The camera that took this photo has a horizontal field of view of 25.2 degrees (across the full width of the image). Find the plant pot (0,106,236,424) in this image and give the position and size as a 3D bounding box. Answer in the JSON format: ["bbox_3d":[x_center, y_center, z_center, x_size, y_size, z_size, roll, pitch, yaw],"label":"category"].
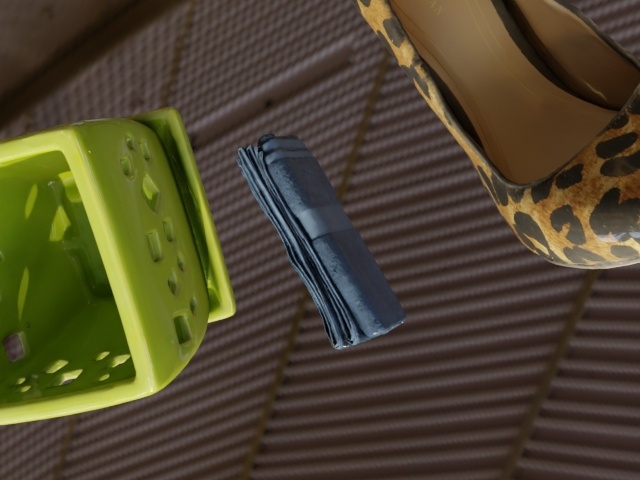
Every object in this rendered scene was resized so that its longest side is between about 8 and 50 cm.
[{"bbox_3d":[-0.211,0.011,1.231,0.228,0.227,0.207,-12,-170,27],"label":"plant pot"}]

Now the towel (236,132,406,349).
[{"bbox_3d":[0.000,0.000,0.744,0.029,0.067,0.119,-33,-98,17],"label":"towel"}]

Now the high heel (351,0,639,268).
[{"bbox_3d":[0.073,-0.087,0.619,0.093,0.186,0.261,-41,-159,4],"label":"high heel"}]
